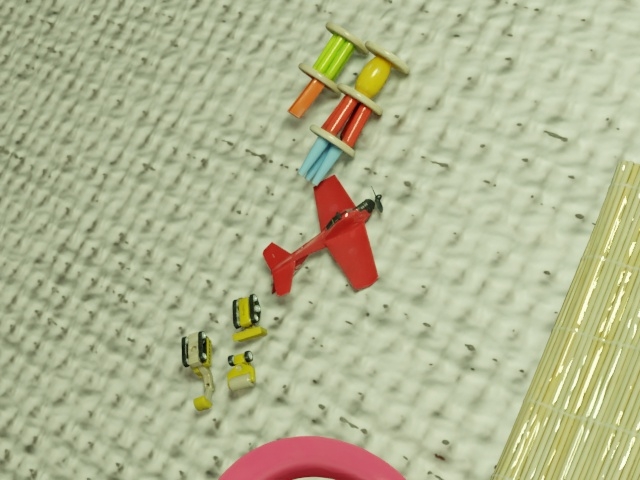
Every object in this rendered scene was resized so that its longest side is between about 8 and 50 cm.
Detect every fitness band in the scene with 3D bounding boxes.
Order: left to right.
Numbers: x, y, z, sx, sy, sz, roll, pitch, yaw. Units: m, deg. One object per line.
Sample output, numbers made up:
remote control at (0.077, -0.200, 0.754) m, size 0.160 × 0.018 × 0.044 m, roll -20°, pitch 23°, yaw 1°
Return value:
fitness band at (-0.005, 0.291, 1.239) m, size 0.209 × 0.054 × 0.291 m, roll 6°, pitch 60°, yaw 0°

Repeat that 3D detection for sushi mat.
sushi mat at (0.238, 0.085, 1.262) m, size 0.151 × 0.019 × 0.316 m, roll 11°, pitch 72°, yaw 46°

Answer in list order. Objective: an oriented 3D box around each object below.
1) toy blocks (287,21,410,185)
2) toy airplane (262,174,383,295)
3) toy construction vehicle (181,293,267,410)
toy blocks at (0.008, -0.134, 1.598) m, size 0.123 × 0.054 × 0.148 m, roll 33°, pitch 89°, yaw 48°
toy airplane at (0.000, 0.000, 1.536) m, size 0.151 × 0.028 × 0.151 m, roll -22°, pitch 52°, yaw 31°
toy construction vehicle at (-0.089, 0.110, 1.550) m, size 0.086 × 0.035 × 0.098 m, roll -21°, pitch 53°, yaw 19°
